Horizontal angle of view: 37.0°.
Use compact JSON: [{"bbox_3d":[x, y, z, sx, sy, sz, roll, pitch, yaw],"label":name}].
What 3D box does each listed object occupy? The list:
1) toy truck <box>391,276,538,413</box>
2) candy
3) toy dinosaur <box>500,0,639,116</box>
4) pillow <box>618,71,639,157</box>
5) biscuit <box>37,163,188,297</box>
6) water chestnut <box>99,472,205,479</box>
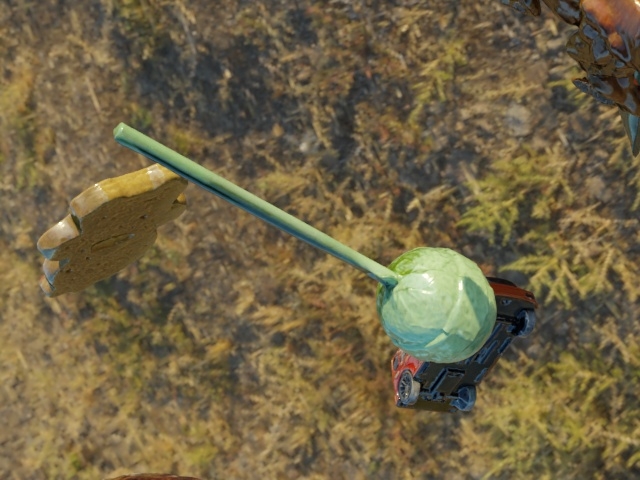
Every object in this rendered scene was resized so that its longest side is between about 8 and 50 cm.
[{"bbox_3d":[0.188,0.131,1.310,0.114,0.108,0.252,-100,28,-46],"label":"toy truck"},{"bbox_3d":[0.000,0.000,0.911,0.440,0.119,0.119,29,158,-28],"label":"candy"},{"bbox_3d":[0.221,-0.134,0.626,0.097,0.208,0.432,-49,53,10],"label":"toy dinosaur"},{"bbox_3d":[0.313,-0.193,0.959,0.217,0.033,0.130,74,-169,-50],"label":"pillow"},{"bbox_3d":[-0.220,-0.011,0.994,0.036,0.166,0.225,58,147,13],"label":"biscuit"},{"bbox_3d":[-0.139,0.313,0.708,0.289,0.244,0.289,-33,47,45],"label":"water chestnut"}]
